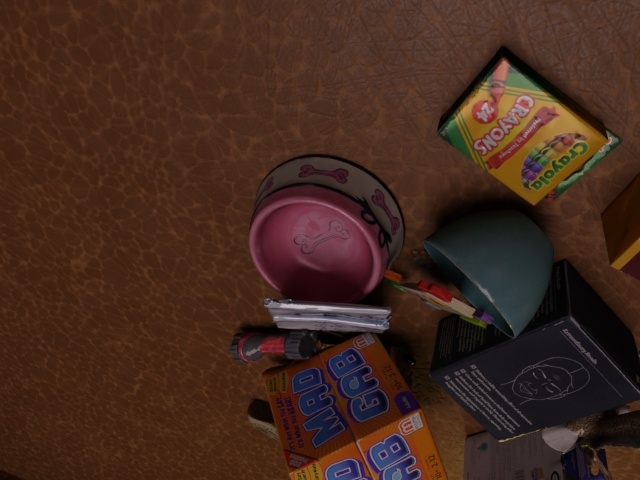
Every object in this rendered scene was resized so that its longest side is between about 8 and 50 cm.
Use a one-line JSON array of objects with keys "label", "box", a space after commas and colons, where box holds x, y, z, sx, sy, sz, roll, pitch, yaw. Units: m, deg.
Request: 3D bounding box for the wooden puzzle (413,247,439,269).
[{"label": "wooden puzzle", "box": [0.274, 0.047, 1.438, 0.083, 0.006, 0.049, 38, 128, -10]}]

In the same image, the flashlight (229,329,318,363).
[{"label": "flashlight", "box": [-0.148, 0.323, 1.688, 0.304, 0.103, 0.103, -9, 78, 44]}]

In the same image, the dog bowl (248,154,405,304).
[{"label": "dog bowl", "box": [0.000, 0.000, 1.410, 0.407, 0.150, 0.408, 10, 128, 13]}]

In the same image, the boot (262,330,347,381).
[{"label": "boot", "box": [-0.051, 0.360, 1.737, 0.294, 0.104, 0.211, 1, 120, 13]}]

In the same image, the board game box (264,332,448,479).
[{"label": "board game box", "box": [0.098, 0.545, 1.560, 0.356, 0.356, 0.357, -25, 119, -4]}]

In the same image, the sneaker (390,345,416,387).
[{"label": "sneaker", "box": [0.255, 0.377, 1.657, 0.064, 0.061, 0.158, -13, 120, 20]}]

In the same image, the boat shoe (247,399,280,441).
[{"label": "boat shoe", "box": [-0.128, 0.663, 1.986, 0.285, 0.105, 0.089, 25, 135, 14]}]

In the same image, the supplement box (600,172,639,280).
[{"label": "supplement box", "box": [0.701, -0.003, 1.127, 0.194, 0.191, 0.129, 27, 130, 0]}]

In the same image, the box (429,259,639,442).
[{"label": "box", "box": [0.524, 0.287, 1.393, 0.293, 0.212, 0.395, 44, 128, -14]}]

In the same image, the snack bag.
[{"label": "snack bag", "box": [0.024, 0.205, 1.467, 0.322, 0.037, 0.342, 4, 164, 1]}]

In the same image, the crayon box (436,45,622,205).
[{"label": "crayon box", "box": [0.427, -0.213, 1.144, 0.318, 0.081, 0.202, 34, 129, -7]}]

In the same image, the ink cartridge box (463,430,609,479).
[{"label": "ink cartridge box", "box": [0.611, 0.670, 1.606, 0.151, 0.270, 0.395, 41, 128, -17]}]

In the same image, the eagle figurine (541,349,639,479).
[{"label": "eagle figurine", "box": [0.739, 0.443, 1.436, 0.226, 0.225, 0.298, 32, 136, 17]}]

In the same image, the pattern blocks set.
[{"label": "pattern blocks set", "box": [0.279, 0.137, 1.334, 0.285, 0.026, 0.324, 29, 174, -22]}]

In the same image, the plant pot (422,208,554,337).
[{"label": "plant pot", "box": [0.399, 0.044, 1.250, 0.195, 0.290, 0.290, -41, 107, 0]}]
